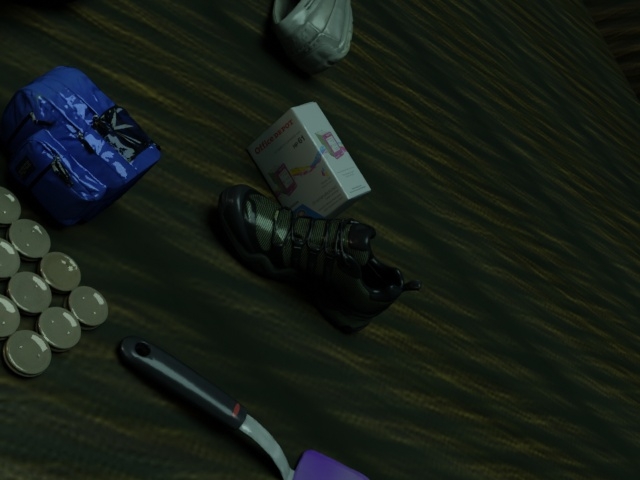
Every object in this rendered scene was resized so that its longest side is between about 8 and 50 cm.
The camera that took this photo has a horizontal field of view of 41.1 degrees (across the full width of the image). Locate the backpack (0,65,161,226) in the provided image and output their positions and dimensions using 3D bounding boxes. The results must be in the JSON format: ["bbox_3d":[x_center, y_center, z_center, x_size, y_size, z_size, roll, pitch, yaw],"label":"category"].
[{"bbox_3d":[-0.215,-0.084,0.731,0.120,0.098,0.101,50,39,-8],"label":"backpack"}]

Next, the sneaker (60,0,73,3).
[{"bbox_3d":[-0.263,-0.269,0.824,0.081,0.090,0.232,30,34,6],"label":"sneaker"}]

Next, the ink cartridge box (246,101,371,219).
[{"bbox_3d":[-0.015,-0.082,0.968,0.052,0.088,0.123,-23,80,-51],"label":"ink cartridge box"}]

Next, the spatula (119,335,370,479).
[{"bbox_3d":[-0.057,0.175,0.759,0.296,0.030,0.084,42,36,-17],"label":"spatula"}]

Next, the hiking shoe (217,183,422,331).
[{"bbox_3d":[0.000,0.000,0.896,0.226,0.114,0.086,36,39,-24],"label":"hiking shoe"}]

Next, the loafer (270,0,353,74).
[{"bbox_3d":[-0.013,-0.371,1.190,0.111,0.112,0.320,37,39,-37],"label":"loafer"}]

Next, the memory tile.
[{"bbox_3d":[-0.244,0.029,0.677,0.148,0.012,0.113,50,35,-6],"label":"memory tile"}]
